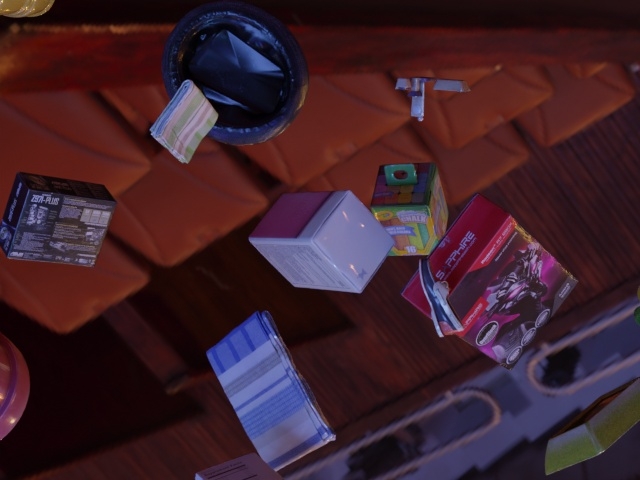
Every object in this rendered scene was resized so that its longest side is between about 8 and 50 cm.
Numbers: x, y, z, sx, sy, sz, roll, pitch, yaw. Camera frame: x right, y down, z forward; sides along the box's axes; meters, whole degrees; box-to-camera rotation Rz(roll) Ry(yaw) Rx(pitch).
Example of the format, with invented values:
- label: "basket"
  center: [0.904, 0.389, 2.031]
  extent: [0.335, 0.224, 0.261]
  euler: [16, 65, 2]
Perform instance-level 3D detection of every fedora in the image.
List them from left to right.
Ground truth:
- label: "fedora"
  center: [-0.184, -0.368, 2.428]
  extent: [0.334, 0.334, 0.152]
  euler: [-38, 178, 4]

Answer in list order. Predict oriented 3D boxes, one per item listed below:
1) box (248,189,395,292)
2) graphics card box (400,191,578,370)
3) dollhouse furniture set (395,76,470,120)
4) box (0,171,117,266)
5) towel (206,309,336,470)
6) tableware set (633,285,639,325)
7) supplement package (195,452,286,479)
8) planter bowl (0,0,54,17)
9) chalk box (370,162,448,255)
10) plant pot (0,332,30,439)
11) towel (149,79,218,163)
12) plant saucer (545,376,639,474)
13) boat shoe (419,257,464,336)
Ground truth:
- label: "box"
  center: [0.000, 0.000, 2.027]
  extent: [0.127, 0.148, 0.232]
  euler: [-53, -153, -21]
- label: "graphics card box"
  center: [0.325, 0.087, 2.031]
  extent: [0.094, 0.371, 0.233]
  euler: [38, -88, 37]
- label: "dollhouse furniture set"
  center: [0.207, -0.255, 1.989]
  extent: [0.114, 0.081, 0.091]
  euler: [10, -166, 34]
- label: "box"
  center: [-0.499, -0.038, 2.055]
  extent: [0.077, 0.180, 0.147]
  euler: [46, -60, 46]
- label: "towel"
  center: [-0.100, 0.296, 2.103]
  extent: [0.034, 0.285, 0.209]
  euler: [-18, 164, -48]
- label: "tableware set"
  center: [0.523, 0.085, 1.610]
  extent: [0.024, 0.104, 0.154]
  euler: [-34, 145, -38]
- label: "supplement package"
  center: [-0.102, 0.499, 1.871]
  extent: [0.134, 0.139, 0.244]
  euler: [-11, -148, -40]
- label: "planter bowl"
  center: [-0.556, -0.444, 1.809]
  extent: [0.217, 0.217, 0.090]
  euler: [-23, -154, 48]
- label: "chalk box"
  center: [0.192, -0.082, 2.371]
  extent: [0.132, 0.213, 0.132]
  euler: [-1, -131, 20]
- label: "plant pot"
  center: [-0.551, 0.195, 1.581]
  extent: [0.201, 0.201, 0.180]
  euler: [-42, 156, -12]
- label: "towel"
  center: [-0.224, -0.197, 1.834]
  extent: [0.113, 0.023, 0.152]
  euler: [-56, 160, -5]
- label: "plant saucer"
  center: [0.442, 0.282, 1.704]
  extent: [0.188, 0.045, 0.188]
  euler: [-33, 170, -25]
- label: "boat shoe"
  center: [0.199, 0.092, 1.809]
  extent: [0.043, 0.137, 0.049]
  euler: [-19, 174, 19]
